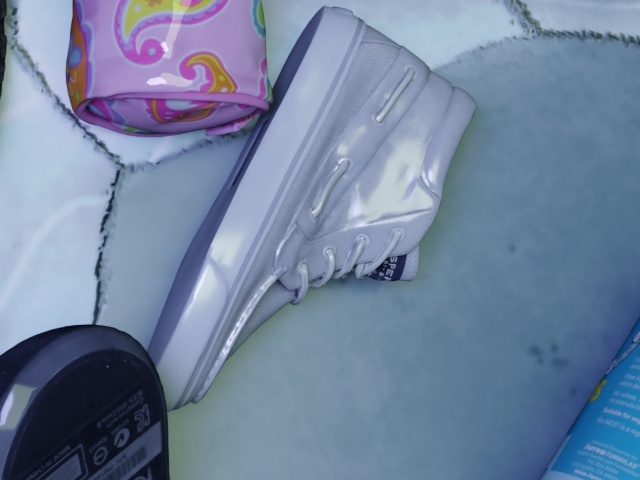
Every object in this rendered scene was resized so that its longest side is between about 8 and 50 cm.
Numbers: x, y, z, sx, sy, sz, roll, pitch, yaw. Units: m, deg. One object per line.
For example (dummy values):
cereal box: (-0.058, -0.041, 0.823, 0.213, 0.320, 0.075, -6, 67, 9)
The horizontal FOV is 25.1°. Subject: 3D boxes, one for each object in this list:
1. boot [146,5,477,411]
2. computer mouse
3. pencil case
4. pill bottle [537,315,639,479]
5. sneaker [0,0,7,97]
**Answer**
boot: (0.000, 0.000, 0.825, 0.123, 0.095, 0.258, 29, 80, -11)
computer mouse: (-0.137, 0.153, 0.715, 0.188, 0.072, 0.272, -33, 134, -42)
pencil case: (-0.087, -0.202, 0.814, 0.124, 0.124, 0.284, 0, 82, -14)
pill bottle: (0.238, 0.105, 0.846, 0.146, 0.146, 0.264, 37, 76, -8)
sneaker: (-0.315, -0.209, 0.773, 0.182, 0.158, 0.410, -27, 93, 15)
